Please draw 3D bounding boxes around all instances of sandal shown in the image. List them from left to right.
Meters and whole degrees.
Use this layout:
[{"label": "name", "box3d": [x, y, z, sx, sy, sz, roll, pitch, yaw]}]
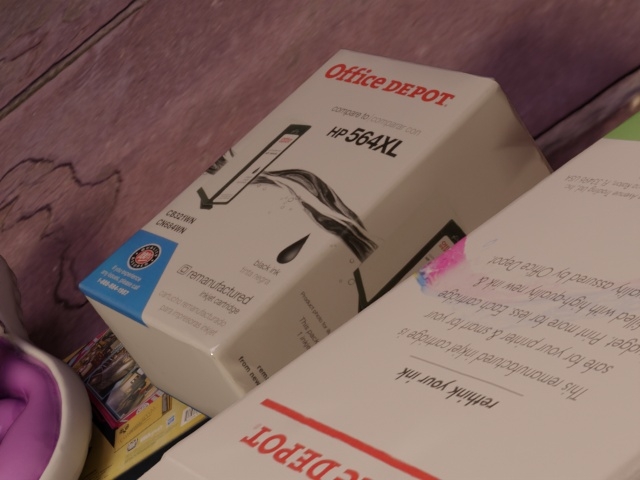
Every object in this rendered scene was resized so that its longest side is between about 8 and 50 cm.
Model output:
[{"label": "sandal", "box3d": [-0.249, 0.093, 1.208, 0.169, 0.102, 0.416, -47, 24, 0]}]

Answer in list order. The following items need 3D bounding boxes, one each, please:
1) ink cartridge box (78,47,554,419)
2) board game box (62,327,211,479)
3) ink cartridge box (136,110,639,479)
[{"label": "ink cartridge box", "box3d": [0.000, 0.000, 1.016, 0.203, 0.086, 0.148, -44, 31, -17]}, {"label": "board game box", "box3d": [-0.123, 0.114, 1.150, 0.243, 0.042, 0.165, -34, 27, 26]}, {"label": "ink cartridge box", "box3d": [0.090, 0.079, 0.651, 0.353, 0.119, 0.207, -35, 20, -17]}]
